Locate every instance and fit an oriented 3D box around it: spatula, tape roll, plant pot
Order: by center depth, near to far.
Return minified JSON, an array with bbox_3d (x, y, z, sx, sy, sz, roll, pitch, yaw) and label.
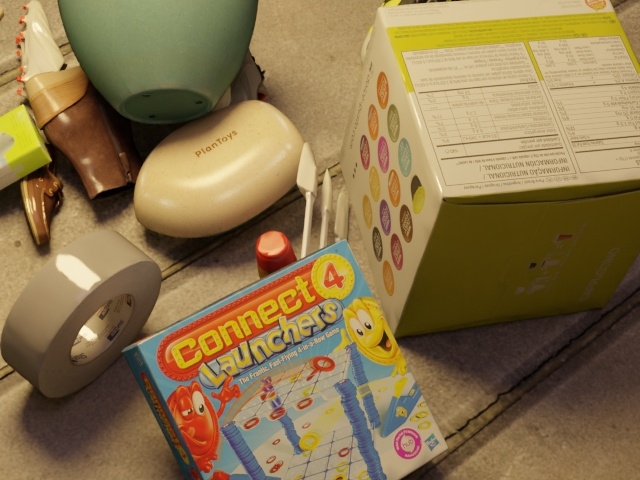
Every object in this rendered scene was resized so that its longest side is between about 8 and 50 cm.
[{"bbox_3d":[-0.302,0.094,1.515,0.072,0.219,0.219,36,59,16],"label":"tape roll"},{"bbox_3d":[0.000,0.000,1.667,0.019,0.168,0.242,-6,57,19],"label":"spatula"},{"bbox_3d":[-0.224,-0.279,1.680,0.290,0.290,0.195,-3,74,-10],"label":"plant pot"}]

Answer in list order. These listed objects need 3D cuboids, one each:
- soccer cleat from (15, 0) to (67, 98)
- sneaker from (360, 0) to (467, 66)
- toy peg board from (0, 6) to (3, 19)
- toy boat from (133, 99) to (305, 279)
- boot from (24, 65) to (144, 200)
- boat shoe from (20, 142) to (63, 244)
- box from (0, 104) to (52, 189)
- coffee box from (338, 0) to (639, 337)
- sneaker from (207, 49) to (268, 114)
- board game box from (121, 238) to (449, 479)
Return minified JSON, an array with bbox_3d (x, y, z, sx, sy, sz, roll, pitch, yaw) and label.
[{"bbox_3d":[-0.437,-0.295,1.865,0.076,0.068,0.196,5,55,-22],"label":"soccer cleat"},{"bbox_3d":[0.172,-0.403,1.996,0.147,0.145,0.385,12,51,39],"label":"sneaker"},{"bbox_3d":[-0.611,-0.354,1.868,0.160,0.079,0.161,17,56,4],"label":"toy peg board"},{"bbox_3d":[-0.116,-0.042,1.689,0.267,0.148,0.318,-27,57,-10],"label":"toy boat"},{"bbox_3d":[-0.314,-0.172,1.787,0.207,0.090,0.248,57,38,3],"label":"boot"},{"bbox_3d":[-0.401,-0.074,1.712,0.060,0.064,0.178,-8,54,-10],"label":"boat shoe"},{"bbox_3d":[-0.482,-0.111,1.694,0.178,0.042,0.109,-30,49,-3],"label":"box"},{"bbox_3d":[0.247,-0.103,1.652,0.338,0.338,0.334,-6,57,-13],"label":"coffee box"},{"bbox_3d":[-0.140,-0.270,1.872,0.108,0.100,0.272,4,61,-17],"label":"sneaker"},{"bbox_3d":[-0.040,0.199,1.480,0.308,0.086,0.302,-27,92,-23],"label":"board game box"}]
